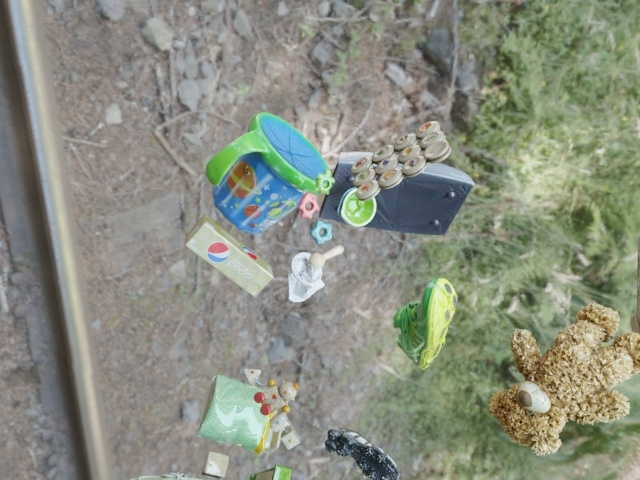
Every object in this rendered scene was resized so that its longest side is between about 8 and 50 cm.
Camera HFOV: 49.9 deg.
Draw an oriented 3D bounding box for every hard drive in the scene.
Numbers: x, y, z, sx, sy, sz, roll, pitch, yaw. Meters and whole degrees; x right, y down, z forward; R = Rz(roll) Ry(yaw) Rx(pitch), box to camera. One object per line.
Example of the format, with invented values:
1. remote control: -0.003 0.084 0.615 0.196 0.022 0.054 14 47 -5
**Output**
1. hard drive: 0.137 -0.088 1.279 0.172 0.255 0.054 110 -16 -50

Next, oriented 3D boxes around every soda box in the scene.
1. soda box: -0.181 0.031 1.372 0.181 0.058 0.061 40 100 -20

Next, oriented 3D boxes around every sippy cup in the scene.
1. sippy cup: -0.130 -0.142 1.619 0.305 0.240 0.224 34 116 -25

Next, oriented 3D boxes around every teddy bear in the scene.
1. teddy bear: 0.486 0.258 1.335 0.338 0.245 0.113 -20 156 -5

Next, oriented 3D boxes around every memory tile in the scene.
1. memory tile: 0.110 -0.115 0.979 0.012 0.148 0.113 53 17 -30

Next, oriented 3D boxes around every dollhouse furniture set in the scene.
1. dollhouse furniture set: -0.174 0.461 1.599 0.197 0.151 0.301 21 59 -18

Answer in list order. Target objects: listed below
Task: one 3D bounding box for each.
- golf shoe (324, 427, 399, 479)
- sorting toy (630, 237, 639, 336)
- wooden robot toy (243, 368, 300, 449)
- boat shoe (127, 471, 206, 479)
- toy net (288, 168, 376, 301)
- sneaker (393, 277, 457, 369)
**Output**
1. golf shoe: 0.110 0.503 1.640 0.077 0.198 0.094 -64 159 11
2. sorting toy: 0.709 0.144 1.481 0.307 0.041 0.229 -50 140 -60
3. wooden robot toy: -0.074 0.302 1.301 0.079 0.173 0.076 -30 170 1
4. boat shoe: -0.369 0.631 1.734 0.302 0.109 0.094 38 80 -48
5. toy net: 0.000 0.000 1.190 0.122 0.045 0.232 30 85 -30
6. sneaker: 0.218 0.183 1.514 0.109 0.123 0.295 -47 157 -33
